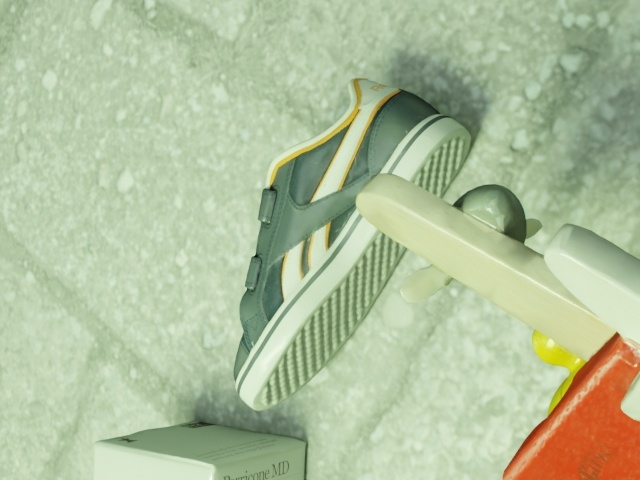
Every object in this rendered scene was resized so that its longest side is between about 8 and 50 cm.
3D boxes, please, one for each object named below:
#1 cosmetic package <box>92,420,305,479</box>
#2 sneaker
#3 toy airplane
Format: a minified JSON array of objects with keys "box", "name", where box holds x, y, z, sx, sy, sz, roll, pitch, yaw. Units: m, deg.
[{"box":[-0.119,0.283,1.207,0.151,0.151,0.183,5,94,33],"name":"cosmetic package"},{"box":[0.000,0.000,1.149,0.127,0.126,0.321,38,99,23],"name":"sneaker"},{"box":[0.241,0.090,0.900,0.384,0.272,0.386,-7,119,46],"name":"toy airplane"}]
